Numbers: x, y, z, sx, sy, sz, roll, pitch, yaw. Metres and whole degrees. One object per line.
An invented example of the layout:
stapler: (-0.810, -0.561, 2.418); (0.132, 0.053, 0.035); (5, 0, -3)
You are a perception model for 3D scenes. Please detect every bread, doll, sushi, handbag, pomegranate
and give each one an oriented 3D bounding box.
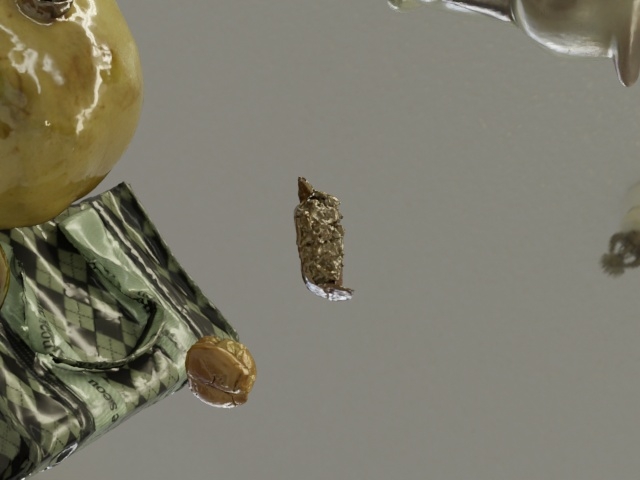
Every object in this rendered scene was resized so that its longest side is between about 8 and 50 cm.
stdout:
bread: (-0.104, 0.136, 1.049); (0.081, 0.046, 0.083); (36, -46, -4)
doll: (0.251, -0.354, 1.255); (0.370, 0.215, 0.226); (24, -17, 31)
sushi: (0.000, 0.000, 0.977); (0.055, 0.052, 0.120); (119, -32, -64)
handbag: (-0.321, 0.091, 1.263); (0.180, 0.416, 0.316); (-34, -93, 30)
pomegranate: (-0.366, -0.179, 1.150); (0.332, 0.332, 0.332); (23, -52, 32)

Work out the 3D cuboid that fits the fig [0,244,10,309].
fig: (-0.351, -0.017, 0.864); (0.149, 0.149, 0.245); (-53, -129, 46)
